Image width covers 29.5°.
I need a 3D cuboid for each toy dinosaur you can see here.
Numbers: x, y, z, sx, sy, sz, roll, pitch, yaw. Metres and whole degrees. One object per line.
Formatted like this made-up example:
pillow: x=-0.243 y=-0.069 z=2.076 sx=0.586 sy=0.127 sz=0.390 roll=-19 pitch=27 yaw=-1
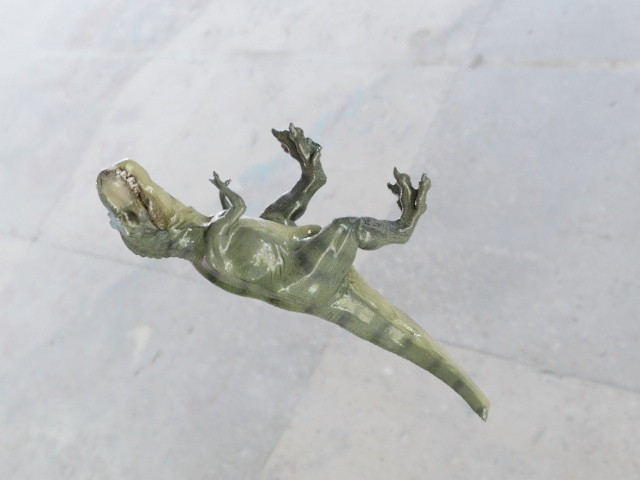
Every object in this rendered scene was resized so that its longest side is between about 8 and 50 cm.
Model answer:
toy dinosaur: x=0.000 y=0.000 z=0.734 sx=0.118 sy=0.268 sz=0.064 roll=-66 pitch=9 yaw=-18
